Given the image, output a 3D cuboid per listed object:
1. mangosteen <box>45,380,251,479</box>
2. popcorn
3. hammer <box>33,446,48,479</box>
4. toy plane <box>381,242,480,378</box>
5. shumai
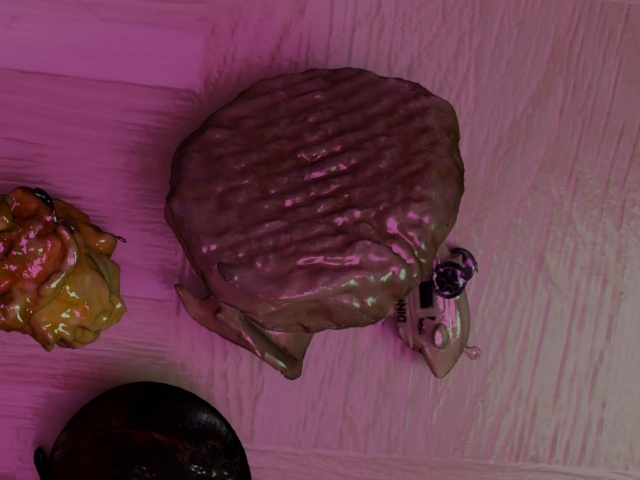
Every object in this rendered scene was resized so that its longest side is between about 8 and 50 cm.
[{"bbox_3d":[-0.176,0.244,1.843,0.216,0.216,0.216,-2,98,-12],"label":"mangosteen"},{"bbox_3d":[-0.267,0.036,1.788,0.173,0.195,0.168,-45,96,-8],"label":"popcorn"},{"bbox_3d":[-0.453,0.190,1.849,0.427,0.044,0.152,32,89,-14],"label":"hammer"},{"bbox_3d":[0.100,0.003,1.925,0.108,0.092,0.286,-4,101,14],"label":"toy plane"},{"bbox_3d":[0.000,0.000,1.829,0.314,0.262,0.267,-37,66,-23],"label":"shumai"}]
